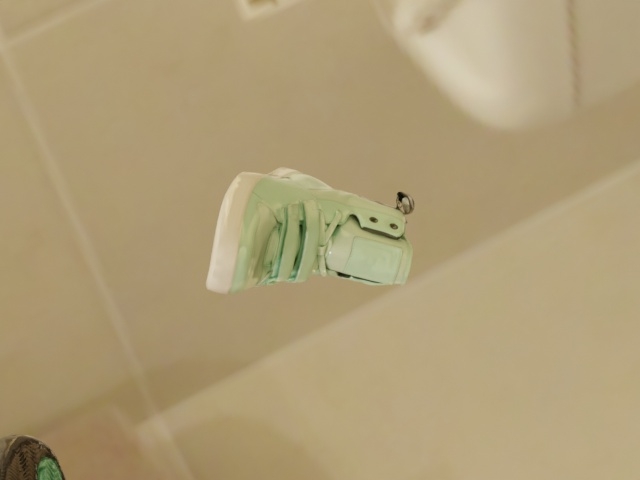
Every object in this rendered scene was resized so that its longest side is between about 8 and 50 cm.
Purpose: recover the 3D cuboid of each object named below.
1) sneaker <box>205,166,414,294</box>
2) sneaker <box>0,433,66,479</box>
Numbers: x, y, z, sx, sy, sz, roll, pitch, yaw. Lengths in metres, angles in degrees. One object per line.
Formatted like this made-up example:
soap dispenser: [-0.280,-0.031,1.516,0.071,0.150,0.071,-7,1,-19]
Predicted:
sneaker: [0.000,-0.001,1.553,0.256,0.151,0.094,-39,-35,-69]
sneaker: [-0.193,0.213,0.972,0.083,0.098,0.224,5,-92,-62]
